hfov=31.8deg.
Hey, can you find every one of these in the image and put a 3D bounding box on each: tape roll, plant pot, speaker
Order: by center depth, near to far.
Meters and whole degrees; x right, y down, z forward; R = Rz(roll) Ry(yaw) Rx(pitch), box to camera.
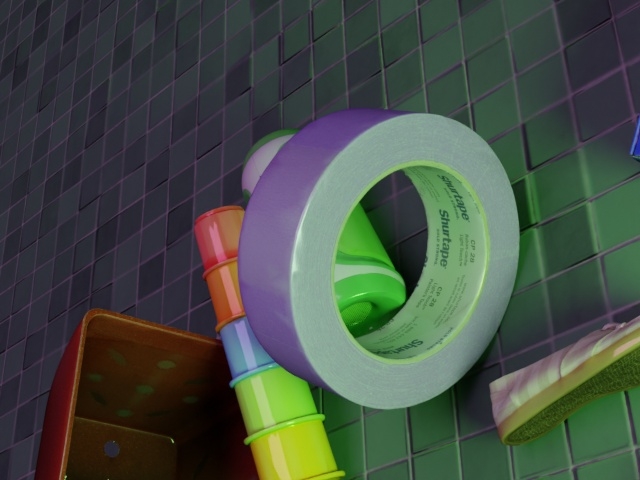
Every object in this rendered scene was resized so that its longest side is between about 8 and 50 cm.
[{"bbox_3d":[0.060,0.014,1.057,0.090,0.274,0.275,16,83,52],"label":"tape roll"},{"bbox_3d":[-0.198,0.262,1.259,0.235,0.267,0.267,-33,46,51],"label":"plant pot"},{"bbox_3d":[0.000,0.000,1.259,0.131,0.131,0.296,-48,40,20],"label":"speaker"}]

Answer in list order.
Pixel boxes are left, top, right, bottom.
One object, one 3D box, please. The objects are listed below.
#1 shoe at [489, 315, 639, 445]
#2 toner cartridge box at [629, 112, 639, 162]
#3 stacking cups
[{"bbox_3d":[0.229,0.105,0.967,0.219,0.076,0.058,-38,49,33],"label":"shoe"},{"bbox_3d":[0.410,-0.127,0.840,0.348,0.075,0.165,6,77,54],"label":"toner cartridge box"},{"bbox_3d":[-0.059,0.113,1.208,0.096,0.096,0.316,-28,71,38],"label":"stacking cups"}]
